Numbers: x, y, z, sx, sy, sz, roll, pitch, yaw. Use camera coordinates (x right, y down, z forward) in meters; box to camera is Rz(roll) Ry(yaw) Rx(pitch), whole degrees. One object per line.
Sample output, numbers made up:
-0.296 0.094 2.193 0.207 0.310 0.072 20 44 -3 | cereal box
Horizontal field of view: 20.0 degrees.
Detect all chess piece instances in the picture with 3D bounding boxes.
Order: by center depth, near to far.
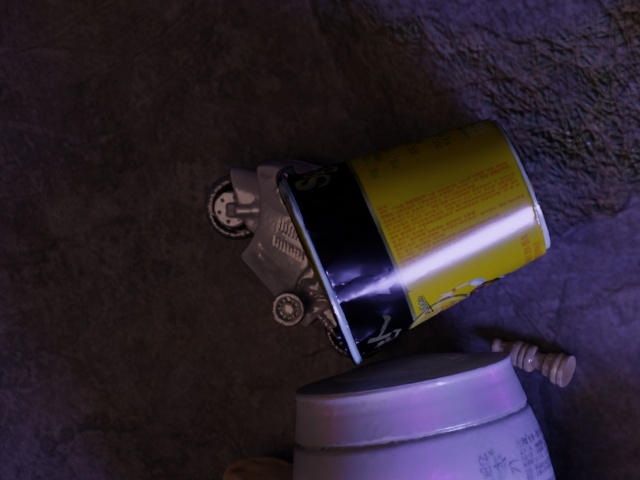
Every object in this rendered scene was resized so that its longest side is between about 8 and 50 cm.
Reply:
0.221 0.124 1.920 0.092 0.035 0.035 19 112 29 | chess piece

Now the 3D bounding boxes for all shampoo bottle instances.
0.105 0.252 1.879 0.273 0.273 0.266 -12 90 32 | shampoo bottle

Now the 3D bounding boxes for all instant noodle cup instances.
0.095 -0.013 1.830 0.236 0.215 0.216 -23 91 -2 | instant noodle cup

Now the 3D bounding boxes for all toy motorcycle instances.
0.000 0.000 1.975 0.260 0.110 0.171 45 109 6 | toy motorcycle

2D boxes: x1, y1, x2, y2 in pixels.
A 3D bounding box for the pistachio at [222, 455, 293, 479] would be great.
-0.024 0.339 2.056 0.229 0.157 0.157 42 120 21 | pistachio
